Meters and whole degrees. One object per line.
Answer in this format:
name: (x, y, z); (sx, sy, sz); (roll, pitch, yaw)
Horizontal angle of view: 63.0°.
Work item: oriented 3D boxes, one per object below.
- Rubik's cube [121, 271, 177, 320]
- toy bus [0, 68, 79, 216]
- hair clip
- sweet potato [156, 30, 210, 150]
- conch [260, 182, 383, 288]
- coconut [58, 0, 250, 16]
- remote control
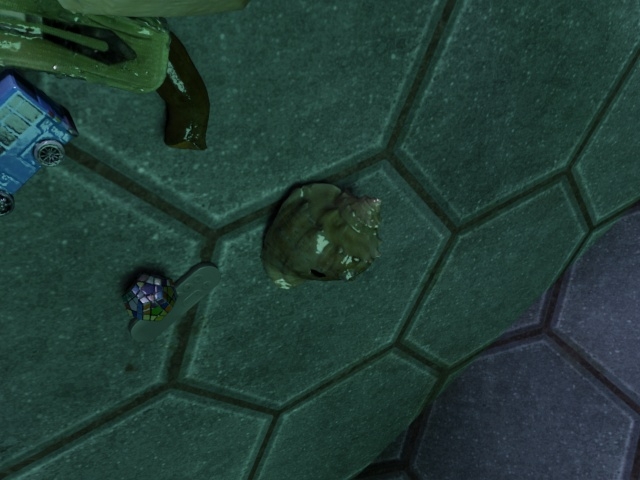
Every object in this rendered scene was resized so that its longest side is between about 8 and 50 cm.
Rubik's cube: (-0.354, 0.116, 1.088); (0.111, 0.111, 0.093); (13, 88, -41)
toy bus: (-0.493, -0.131, 0.776); (0.234, 0.116, 0.133); (-44, 137, 0)
hair clip: (-0.374, -0.296, 0.724); (0.321, 0.091, 0.138); (8, 130, -16)
sweet potato: (-0.256, -0.263, 0.855); (0.112, 0.085, 0.286); (-30, 136, -5)
conch: (0.004, 0.003, 1.202); (0.263, 0.186, 0.324); (38, 98, -29)
coconut: (-0.186, -0.433, 0.559); (0.415, 0.415, 0.344); (51, 57, -47)
remote control: (-0.327, 0.140, 1.179); (0.245, 0.022, 0.077); (-41, 135, -1)
